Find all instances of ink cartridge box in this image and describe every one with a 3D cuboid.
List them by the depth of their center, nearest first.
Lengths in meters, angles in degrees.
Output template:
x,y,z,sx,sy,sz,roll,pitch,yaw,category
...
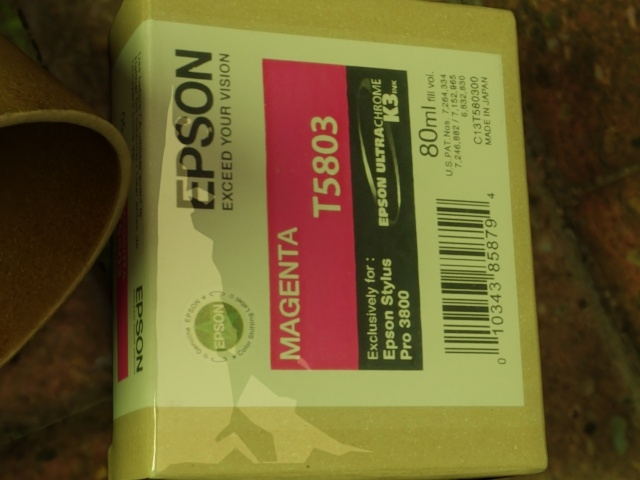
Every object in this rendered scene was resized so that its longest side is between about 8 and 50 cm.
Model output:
x,y,z,sx,sy,sz,roll,pitch,yaw,category
0.000,0.000,0.582,0.193,0.088,0.234,2,77,-20,ink cartridge box

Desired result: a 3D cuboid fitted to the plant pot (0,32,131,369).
x,y,z,sx,sy,sz,roll,pitch,yaw,category
-0.242,-0.051,0.452,0.237,0.237,0.254,-37,78,-23,plant pot
